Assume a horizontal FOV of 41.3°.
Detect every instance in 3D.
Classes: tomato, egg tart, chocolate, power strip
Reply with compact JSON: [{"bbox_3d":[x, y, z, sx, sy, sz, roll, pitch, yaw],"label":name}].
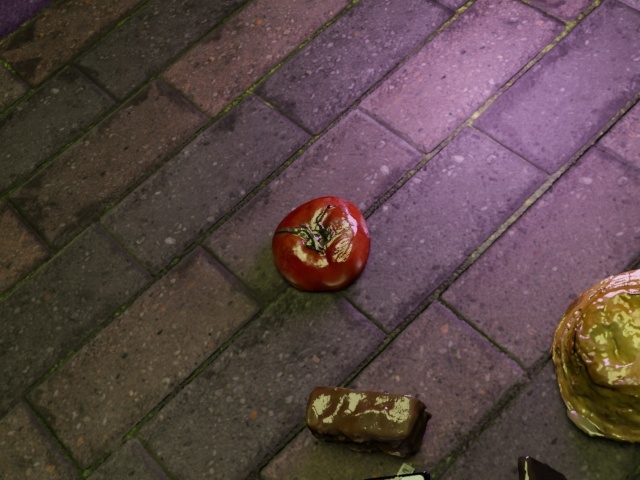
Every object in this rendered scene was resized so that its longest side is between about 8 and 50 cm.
[{"bbox_3d":[0.001,-0.003,1.807,0.227,0.101,0.228,-5,61,10],"label":"tomato"},{"bbox_3d":[0.559,0.191,1.489,0.341,0.129,0.341,-13,62,25],"label":"egg tart"},{"bbox_3d":[0.088,0.334,1.549,0.214,0.148,0.093,5,66,19],"label":"chocolate"},{"bbox_3d":[0.146,0.439,1.544,0.027,0.017,0.083,24,69,24],"label":"power strip"}]

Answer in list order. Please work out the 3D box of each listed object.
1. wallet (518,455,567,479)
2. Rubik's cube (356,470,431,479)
[{"bbox_3d":[0.376,0.513,1.362,0.042,0.165,0.310,-23,52,32],"label":"wallet"},{"bbox_3d":[0.120,0.483,1.426,0.160,0.162,0.163,-10,64,7],"label":"Rubik's cube"}]
